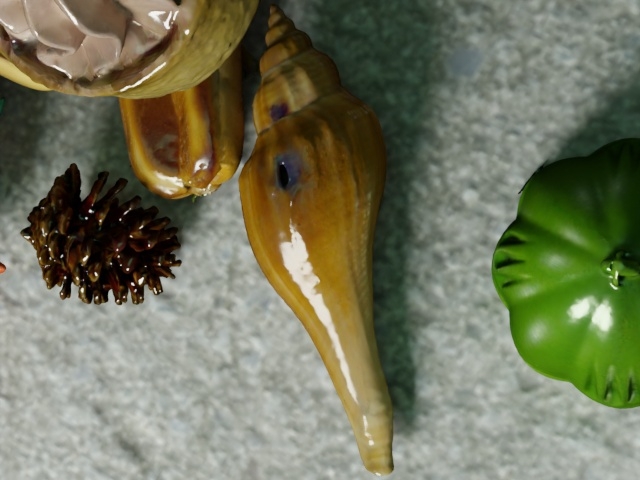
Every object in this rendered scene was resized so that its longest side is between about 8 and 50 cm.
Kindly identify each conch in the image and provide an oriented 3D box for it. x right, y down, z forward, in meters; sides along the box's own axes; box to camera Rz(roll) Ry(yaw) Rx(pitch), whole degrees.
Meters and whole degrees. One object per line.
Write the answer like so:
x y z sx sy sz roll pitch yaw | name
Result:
-0.001 0.000 0.953 0.109 0.093 0.330 -11 84 15 | conch

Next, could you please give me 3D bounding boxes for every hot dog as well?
-0.100 -0.155 1.003 0.104 0.076 0.250 -15 79 32 | hot dog

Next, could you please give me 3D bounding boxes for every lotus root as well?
0.188 0.018 0.869 0.186 0.186 0.186 -1 86 14 | lotus root

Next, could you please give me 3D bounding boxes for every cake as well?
-0.154 -0.190 0.893 0.185 0.178 0.208 -50 62 21 | cake

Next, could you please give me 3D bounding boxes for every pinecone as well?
-0.156 0.003 0.998 0.109 0.102 0.102 33 95 -14 | pinecone

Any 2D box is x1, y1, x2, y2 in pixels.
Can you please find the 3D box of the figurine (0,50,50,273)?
-0.306 -0.045 0.991 0.208 0.181 0.257 31 99 -4 | figurine
